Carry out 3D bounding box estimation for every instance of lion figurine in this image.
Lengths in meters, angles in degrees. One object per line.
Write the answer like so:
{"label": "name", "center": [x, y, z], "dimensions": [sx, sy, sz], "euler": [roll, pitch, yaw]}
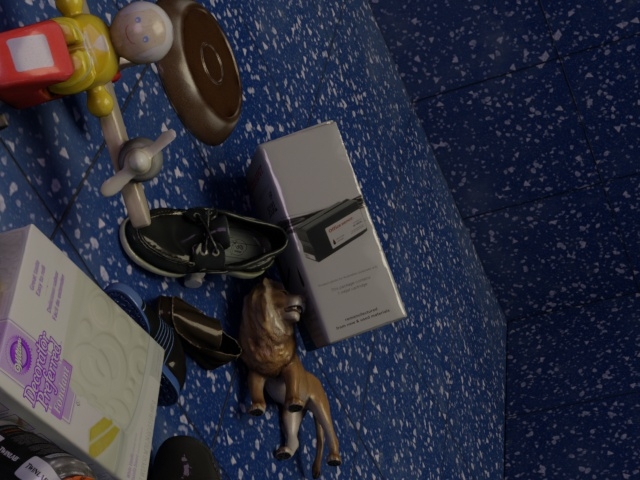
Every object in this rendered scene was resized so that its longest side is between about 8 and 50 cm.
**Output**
{"label": "lion figurine", "center": [-0.060, 0.267, 2.146], "dimensions": [0.392, 0.142, 0.240], "euler": [74, 7, -47]}

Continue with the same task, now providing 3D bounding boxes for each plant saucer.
{"label": "plant saucer", "center": [-0.229, -0.341, 2.207], "dimensions": [0.310, 0.050, 0.310], "euler": [51, 31, -46]}

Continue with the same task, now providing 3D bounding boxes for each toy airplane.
{"label": "toy airplane", "center": [-0.319, -0.260, 1.596], "dimensions": [0.386, 0.272, 0.384], "euler": [53, 29, -45]}

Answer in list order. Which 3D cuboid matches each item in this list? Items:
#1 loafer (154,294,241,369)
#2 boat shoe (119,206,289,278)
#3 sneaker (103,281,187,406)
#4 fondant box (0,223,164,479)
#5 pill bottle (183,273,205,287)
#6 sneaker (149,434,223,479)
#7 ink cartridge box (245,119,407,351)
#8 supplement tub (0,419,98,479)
{"label": "loafer", "center": [-0.202, 0.147, 1.891], "dimensions": [0.220, 0.078, 0.080], "euler": [45, 36, -54]}
{"label": "boat shoe", "center": [-0.182, -0.003, 1.904], "dimensions": [0.340, 0.113, 0.127], "euler": [16, 56, -47]}
{"label": "sneaker", "center": [-0.270, 0.145, 1.728], "dimensions": [0.090, 0.081, 0.232], "euler": [-79, 155, -54]}
{"label": "fondant box", "center": [-0.342, 0.172, 1.491], "dimensions": [0.330, 0.096, 0.238], "euler": [52, 31, -44]}
{"label": "pill bottle", "center": [-0.222, 0.040, 1.966], "dimensions": [0.043, 0.043, 0.083], "euler": [47, 34, -51]}
{"label": "sneaker", "center": [-0.215, 0.425, 1.605], "dimensions": [0.146, 0.122, 0.330], "euler": [47, 33, -55]}
{"label": "ink cartridge box", "center": [0.000, 0.000, 2.188], "dimensions": [0.285, 0.166, 0.394], "euler": [136, -65, -77]}
{"label": "supplement tub", "center": [-0.330, 0.284, 1.278], "dimensions": [0.117, 0.190, 0.117], "euler": [-15, 112, -44]}
